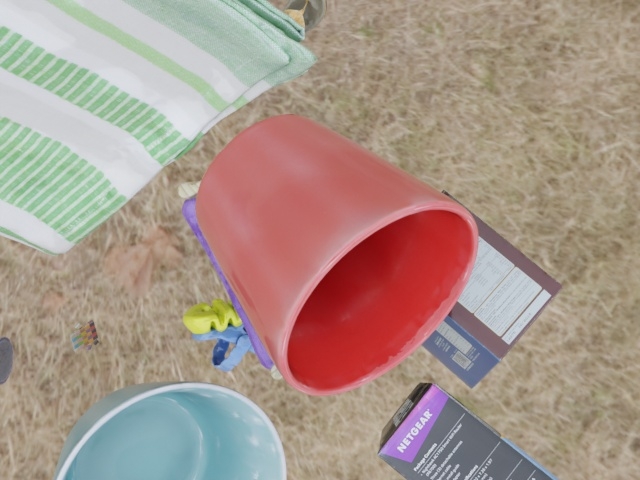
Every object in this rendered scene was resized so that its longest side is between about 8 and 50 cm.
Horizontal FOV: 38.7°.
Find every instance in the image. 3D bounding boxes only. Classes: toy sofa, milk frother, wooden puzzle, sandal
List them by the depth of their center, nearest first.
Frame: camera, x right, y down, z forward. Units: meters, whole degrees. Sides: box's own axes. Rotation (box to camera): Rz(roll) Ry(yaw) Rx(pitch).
[{"bbox_3d":[-0.116,0.053,1.556,0.177,0.150,0.362,-27,89,14],"label":"toy sofa"},{"bbox_3d":[-0.616,0.243,1.583,0.135,0.129,0.143,2,129,7],"label":"milk frother"},{"bbox_3d":[-0.426,0.173,1.641,0.049,0.006,0.083,-35,146,-29],"label":"wooden puzzle"},{"bbox_3d":[-0.058,-0.406,1.702,0.180,0.049,0.072,-31,109,31],"label":"sandal"},{"bbox_3d":[-0.111,0.171,1.822,0.318,0.126,0.138,-11,104,-14],"label":"sandal"}]

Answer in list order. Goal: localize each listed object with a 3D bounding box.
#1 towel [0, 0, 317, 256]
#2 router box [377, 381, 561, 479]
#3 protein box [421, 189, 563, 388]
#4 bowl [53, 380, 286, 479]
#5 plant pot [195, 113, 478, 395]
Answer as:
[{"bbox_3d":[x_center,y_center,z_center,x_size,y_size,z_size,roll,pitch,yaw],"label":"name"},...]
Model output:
[{"bbox_3d":[-0.195,-0.098,0.604,0.248,0.038,0.325,26,140,-35],"label":"towel"},{"bbox_3d":[0.094,0.131,0.473,0.133,0.179,0.046,38,85,8],"label":"router box"},{"bbox_3d":[0.190,0.073,1.257,0.201,0.200,0.136,41,75,12],"label":"protein box"},{"bbox_3d":[-0.217,0.310,1.193,0.312,0.163,0.311,-6,103,-27],"label":"bowl"},{"bbox_3d":[0.000,0.000,1.037,0.275,0.243,0.274,-28,142,-24],"label":"plant pot"}]
